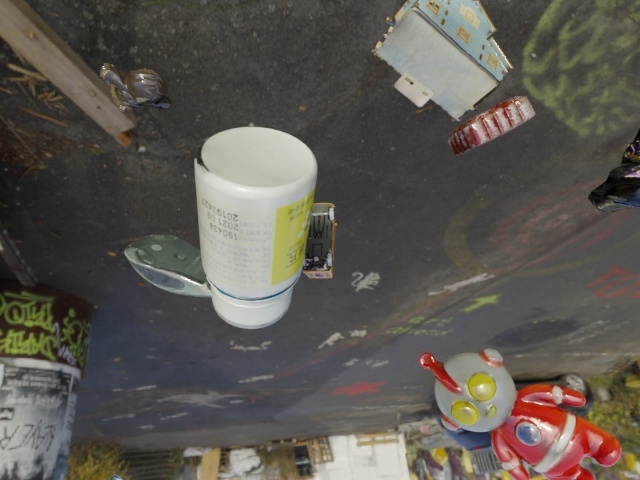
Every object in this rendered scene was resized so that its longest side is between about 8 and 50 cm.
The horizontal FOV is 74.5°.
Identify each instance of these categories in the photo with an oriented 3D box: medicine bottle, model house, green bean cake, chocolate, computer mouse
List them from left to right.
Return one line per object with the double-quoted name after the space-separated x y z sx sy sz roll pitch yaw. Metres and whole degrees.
-0.322 0.094 1.086 0.379 0.167 0.090 22 119 2 "computer mouse"
-0.089 -0.006 0.561 0.143 0.143 0.258 0 134 -14 "medicine bottle"
0.260 -0.410 0.893 0.271 0.207 0.178 32 147 -12 "model house"
0.328 -0.225 0.826 0.135 0.056 0.136 -27 -177 -1 "green bean cake"
0.287 -0.064 0.375 0.147 0.070 0.072 -20 153 -36 "chocolate"

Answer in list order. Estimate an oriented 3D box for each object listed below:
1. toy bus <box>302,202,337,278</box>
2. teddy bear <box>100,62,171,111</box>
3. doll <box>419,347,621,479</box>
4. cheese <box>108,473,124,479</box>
0.000 0.000 0.933 0.069 0.162 0.074 -2 157 11 "toy bus"
-0.321 -0.255 0.721 0.119 0.078 0.160 20 -179 -45 "teddy bear"
0.237 0.217 0.538 0.142 0.245 0.076 -61 166 11 "doll"
-0.324 0.477 0.750 0.145 0.095 0.038 37 154 -3 "cheese"
